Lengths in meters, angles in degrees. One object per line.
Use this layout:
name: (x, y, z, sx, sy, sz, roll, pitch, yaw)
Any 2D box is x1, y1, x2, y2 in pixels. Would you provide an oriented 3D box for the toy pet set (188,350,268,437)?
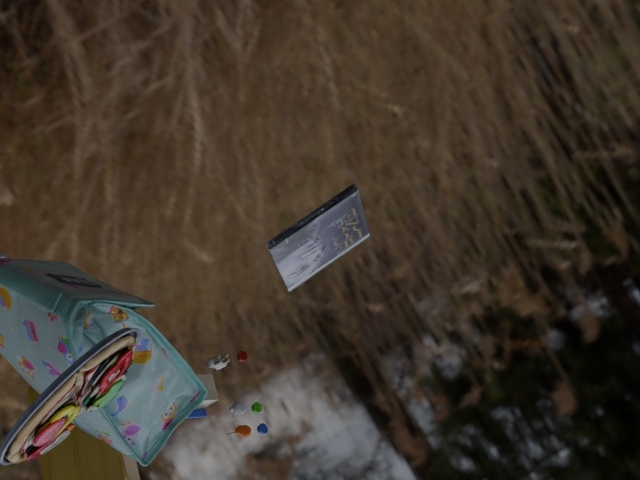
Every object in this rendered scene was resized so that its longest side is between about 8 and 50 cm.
toy pet set: (-0.148, 0.221, 1.994, 0.114, 0.122, 0.065, 3, 154, -44)

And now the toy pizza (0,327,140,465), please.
toy pizza: (-0.259, 0.171, 1.536, 0.201, 0.032, 0.201, -46, 173, -7)

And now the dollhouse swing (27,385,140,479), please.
dollhouse swing: (-0.435, 0.375, 2.195, 0.305, 0.315, 0.347, -15, 157, -5)

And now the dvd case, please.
dvd case: (0.000, 0.000, 2.282, 0.164, 0.018, 0.221, -35, 161, -6)

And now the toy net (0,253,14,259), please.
toy net: (-0.467, 0.065, 2.138, 0.045, 0.122, 0.232, -57, -158, -17)

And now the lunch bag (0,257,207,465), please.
lunch bag: (-0.300, 0.128, 1.821, 0.223, 0.262, 0.160, 21, -118, 43)
